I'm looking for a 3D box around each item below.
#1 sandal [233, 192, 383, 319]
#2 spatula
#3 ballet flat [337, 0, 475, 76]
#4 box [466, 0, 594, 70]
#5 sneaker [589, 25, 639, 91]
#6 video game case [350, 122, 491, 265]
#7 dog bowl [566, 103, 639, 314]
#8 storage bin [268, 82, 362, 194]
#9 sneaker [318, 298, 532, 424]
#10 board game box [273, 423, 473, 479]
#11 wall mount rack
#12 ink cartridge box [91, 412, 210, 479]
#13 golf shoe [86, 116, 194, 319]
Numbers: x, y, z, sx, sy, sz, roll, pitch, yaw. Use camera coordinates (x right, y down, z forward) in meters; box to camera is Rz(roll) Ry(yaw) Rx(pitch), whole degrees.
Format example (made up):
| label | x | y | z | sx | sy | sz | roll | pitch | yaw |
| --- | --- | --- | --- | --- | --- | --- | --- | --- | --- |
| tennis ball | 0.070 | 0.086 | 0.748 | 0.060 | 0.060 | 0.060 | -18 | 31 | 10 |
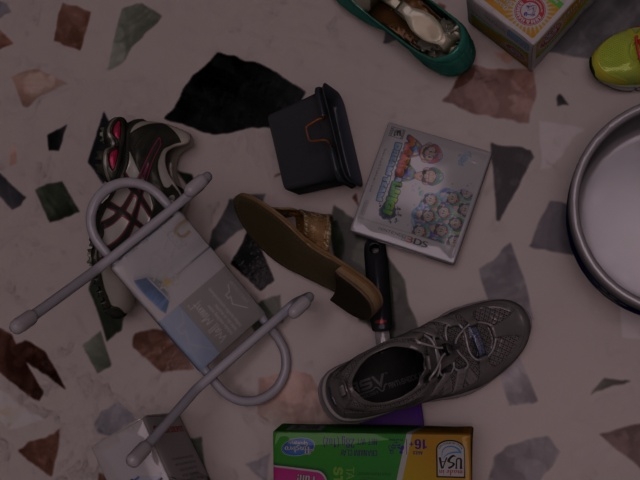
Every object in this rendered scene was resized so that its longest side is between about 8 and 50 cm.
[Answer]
| label | x | y | z | sx | sy | sz | roll | pitch | yaw |
| --- | --- | --- | --- | --- | --- | --- | --- | --- | --- |
| sandal | -0.001 | 0.004 | 1.331 | 0.240 | 0.088 | 0.079 | 38 | 56 | 17 |
| spatula | 0.082 | 0.139 | 1.308 | 0.084 | 0.030 | 0.297 | -6 | 80 | 8 |
| ballet flat | 0.103 | -0.310 | 1.344 | 0.247 | 0.087 | 0.083 | 39 | 90 | 13 |
| box | 0.294 | -0.337 | 1.306 | 0.114 | 0.103 | 0.203 | 43 | 90 | 14 |
| sneaker | 0.440 | -0.246 | 1.271 | 0.208 | 0.094 | 0.082 | -12 | 81 | 9 |
| video game case | 0.131 | -0.062 | 1.329 | 0.143 | 0.019 | 0.157 | 18 | 79 | 12 |
| dog bowl | 0.432 | -0.035 | 1.235 | 0.264 | 0.104 | 0.265 | -1 | 82 | 9 |
| storage bin | -0.012 | -0.125 | 1.338 | 0.091 | 0.098 | 0.135 | -18 | 79 | 17 |
| sneaker | 0.138 | 0.150 | 1.235 | 0.281 | 0.115 | 0.105 | -24 | 82 | -12 |
| board game box | 0.066 | 0.385 | 1.236 | 0.242 | 0.064 | 0.317 | -2 | 89 | 10 |
| wall mount rack | -0.189 | 0.090 | 1.251 | 0.304 | 0.130 | 0.350 | -41 | 94 | -17 |
| ink cartridge box | -0.188 | 0.319 | 1.272 | 0.082 | 0.139 | 0.191 | -31 | 77 | 6 |
| golf shoe | -0.240 | -0.030 | 1.356 | 0.120 | 0.105 | 0.273 | 3 | 82 | 3 |
